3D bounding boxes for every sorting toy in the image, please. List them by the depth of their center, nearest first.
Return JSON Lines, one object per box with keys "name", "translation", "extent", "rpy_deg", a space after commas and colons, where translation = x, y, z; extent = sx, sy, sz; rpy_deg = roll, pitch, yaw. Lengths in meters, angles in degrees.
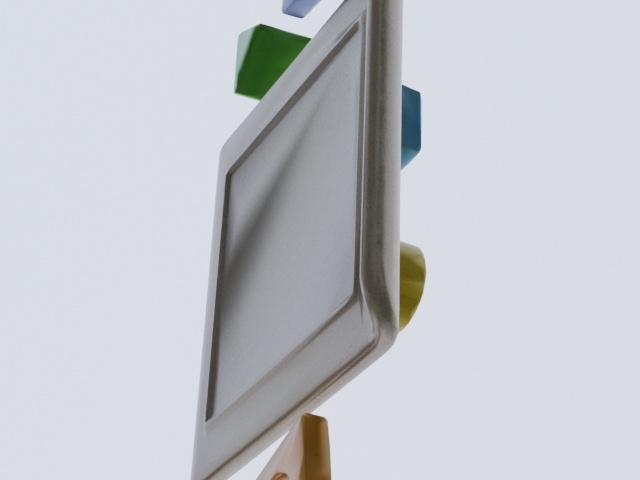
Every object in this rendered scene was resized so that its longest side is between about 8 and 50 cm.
{"name": "sorting toy", "translation": [0.000, 0.000, 0.640], "extent": [0.047, 0.196, 0.348], "rpy_deg": [15, -124, -18]}
